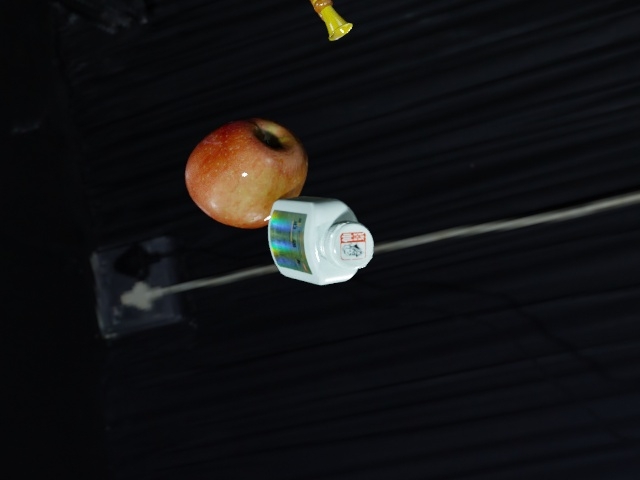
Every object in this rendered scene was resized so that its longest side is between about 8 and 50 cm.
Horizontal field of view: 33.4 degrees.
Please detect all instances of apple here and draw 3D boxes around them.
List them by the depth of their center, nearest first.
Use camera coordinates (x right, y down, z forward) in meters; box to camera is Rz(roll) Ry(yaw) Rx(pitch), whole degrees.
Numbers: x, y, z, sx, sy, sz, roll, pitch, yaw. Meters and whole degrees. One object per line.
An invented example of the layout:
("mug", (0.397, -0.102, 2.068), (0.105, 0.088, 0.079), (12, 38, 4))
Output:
("apple", (-0.117, -0.109, 1.685), (0.181, 0.168, 0.181), (19, -140, -17))

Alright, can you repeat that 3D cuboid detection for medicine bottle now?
("medicine bottle", (0.000, 0.000, 1.541), (0.229, 0.083, 0.121), (-171, 75, -65))

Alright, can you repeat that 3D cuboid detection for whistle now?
("whistle", (0.011, -0.392, 1.806), (0.109, 0.046, 0.057), (59, -160, 14))
